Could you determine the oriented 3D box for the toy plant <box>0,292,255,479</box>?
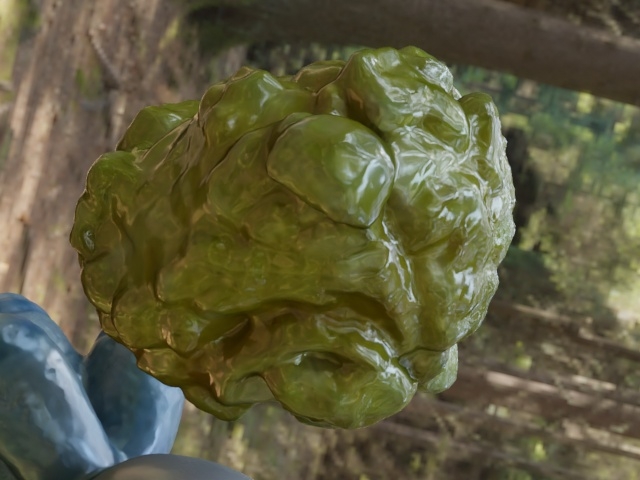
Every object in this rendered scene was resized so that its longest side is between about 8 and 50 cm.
[{"bbox_3d":[-0.180,0.165,0.960,0.332,0.247,0.247,51,-33,27],"label":"toy plant"}]

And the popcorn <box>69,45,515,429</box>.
[{"bbox_3d":[0.000,0.000,0.793,0.250,0.242,0.235,-28,-117,41],"label":"popcorn"}]
